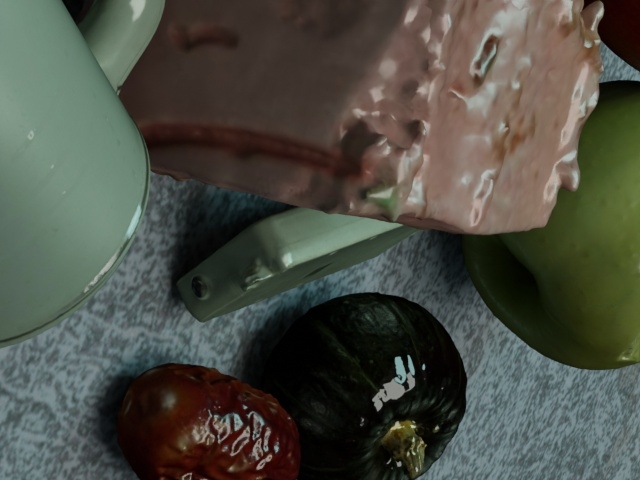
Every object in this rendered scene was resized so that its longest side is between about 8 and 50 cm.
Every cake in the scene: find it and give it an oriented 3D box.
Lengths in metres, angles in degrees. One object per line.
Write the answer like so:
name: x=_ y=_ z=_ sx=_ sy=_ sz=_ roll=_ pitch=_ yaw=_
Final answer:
cake: x=0.032 y=-0.169 z=1.251 sx=0.307 sy=0.293 sz=0.314 roll=4 pitch=100 yaw=-60

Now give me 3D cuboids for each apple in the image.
apple: x=0.260 y=-0.017 z=1.710 sx=0.279 sy=0.279 sz=0.279 roll=-33 pitch=135 yaw=-41

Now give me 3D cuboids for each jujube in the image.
jujube: x=-0.087 y=0.158 z=1.445 sx=0.176 sy=0.109 sz=0.112 roll=41 pitch=70 yaw=-53

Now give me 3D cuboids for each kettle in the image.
kettle: x=-0.230 y=-0.122 z=0.999 sx=0.318 sy=0.205 sz=0.265 roll=60 pitch=26 yaw=-51

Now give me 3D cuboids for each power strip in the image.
power strip: x=0.000 y=0.000 z=1.477 sx=0.270 sy=0.118 sz=0.046 roll=-21 pitch=81 yaw=-50

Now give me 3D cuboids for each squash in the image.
squash: x=0.038 y=0.132 z=1.575 sx=0.193 sy=0.156 sz=0.193 roll=-9 pitch=109 yaw=-28

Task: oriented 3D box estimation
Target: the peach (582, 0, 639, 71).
peach: x=0.345 y=-0.291 z=1.608 sx=0.370 sy=0.370 sz=0.370 roll=-33 pitch=135 yaw=-41
